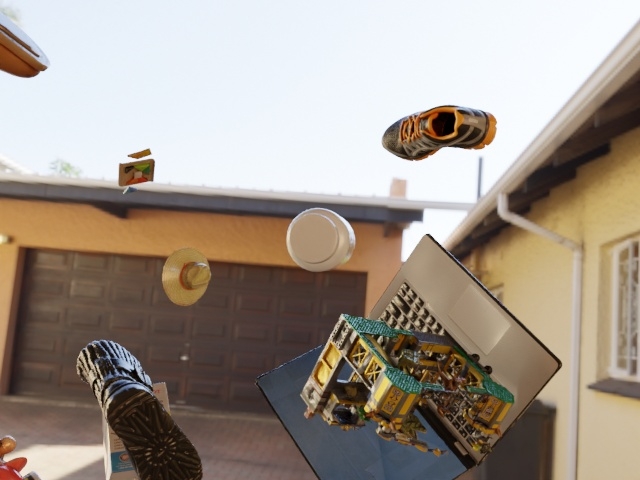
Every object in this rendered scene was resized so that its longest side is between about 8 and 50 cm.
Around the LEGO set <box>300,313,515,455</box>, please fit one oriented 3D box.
[{"bbox_3d":[0.130,0.269,1.158,0.331,0.192,0.255,10,22,-43],"label":"LEGO set"}]

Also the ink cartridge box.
[{"bbox_3d":[-0.498,0.533,1.935,0.171,0.233,0.168,-2,-36,-22],"label":"ink cartridge box"}]

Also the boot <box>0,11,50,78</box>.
[{"bbox_3d":[-0.481,-0.197,0.806,0.283,0.220,0.109,25,13,-33],"label":"boot"}]

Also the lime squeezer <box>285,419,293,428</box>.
[{"bbox_3d":[0.058,0.457,1.369,0.310,0.110,0.059,25,-12,-6],"label":"lime squeezer"}]

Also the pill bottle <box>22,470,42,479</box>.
[{"bbox_3d":[-0.826,0.722,1.888,0.208,0.119,0.119,-32,15,-34],"label":"pill bottle"}]

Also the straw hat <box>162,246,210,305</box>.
[{"bbox_3d":[-0.288,0.081,1.635,0.061,0.145,0.144,-1,-10,38],"label":"straw hat"}]

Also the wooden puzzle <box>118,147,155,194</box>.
[{"bbox_3d":[-0.371,-0.136,1.437,0.078,0.014,0.116,-14,-33,-19],"label":"wooden puzzle"}]

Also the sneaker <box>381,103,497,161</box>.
[{"bbox_3d":[0.177,-0.183,1.160,0.083,0.084,0.214,8,-10,-44],"label":"sneaker"}]

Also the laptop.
[{"bbox_3d":[0.144,0.247,1.328,0.236,0.408,0.382,8,32,-46],"label":"laptop"}]

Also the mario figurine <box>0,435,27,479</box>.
[{"bbox_3d":[-0.668,0.366,1.344,0.320,0.170,0.198,40,-4,7],"label":"mario figurine"}]

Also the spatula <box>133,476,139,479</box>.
[{"bbox_3d":[-0.376,0.672,1.741,0.019,0.242,0.168,-31,-8,-41],"label":"spatula"}]

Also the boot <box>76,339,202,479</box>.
[{"bbox_3d":[-0.392,0.392,1.549,0.131,0.348,0.260,-29,27,-23],"label":"boot"}]

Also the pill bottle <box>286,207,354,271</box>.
[{"bbox_3d":[0.000,0.000,2.010,0.176,0.177,0.318,4,-1,7],"label":"pill bottle"}]
